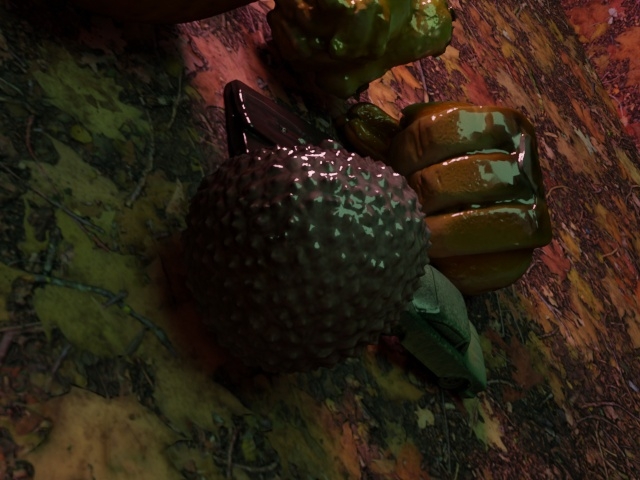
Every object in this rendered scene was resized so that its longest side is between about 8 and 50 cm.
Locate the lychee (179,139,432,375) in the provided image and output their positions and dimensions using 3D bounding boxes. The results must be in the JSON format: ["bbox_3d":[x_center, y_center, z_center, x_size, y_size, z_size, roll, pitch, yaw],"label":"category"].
[{"bbox_3d":[-0.017,0.015,1.078,0.300,0.300,0.300,33,37,-29],"label":"lychee"}]

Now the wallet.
[{"bbox_3d":[-0.050,-0.146,1.433,0.229,0.049,0.182,27,37,-39],"label":"wallet"}]

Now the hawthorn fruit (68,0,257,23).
[{"bbox_3d":[-0.228,-0.515,1.204,0.472,0.472,0.472,33,37,-29],"label":"hawthorn fruit"}]

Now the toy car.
[{"bbox_3d":[0.162,0.115,1.369,0.320,0.097,0.141,43,30,-38],"label":"toy car"}]

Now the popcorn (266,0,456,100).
[{"bbox_3d":[0.046,-0.426,1.564,0.290,0.326,0.321,-9,49,-46],"label":"popcorn"}]

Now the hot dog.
[{"bbox_3d":[0.135,-0.169,1.675,0.249,0.068,0.100,30,59,-30],"label":"hot dog"}]

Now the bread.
[{"bbox_3d":[0.282,-0.077,1.593,0.300,0.210,0.341,11,71,-36],"label":"bread"}]
